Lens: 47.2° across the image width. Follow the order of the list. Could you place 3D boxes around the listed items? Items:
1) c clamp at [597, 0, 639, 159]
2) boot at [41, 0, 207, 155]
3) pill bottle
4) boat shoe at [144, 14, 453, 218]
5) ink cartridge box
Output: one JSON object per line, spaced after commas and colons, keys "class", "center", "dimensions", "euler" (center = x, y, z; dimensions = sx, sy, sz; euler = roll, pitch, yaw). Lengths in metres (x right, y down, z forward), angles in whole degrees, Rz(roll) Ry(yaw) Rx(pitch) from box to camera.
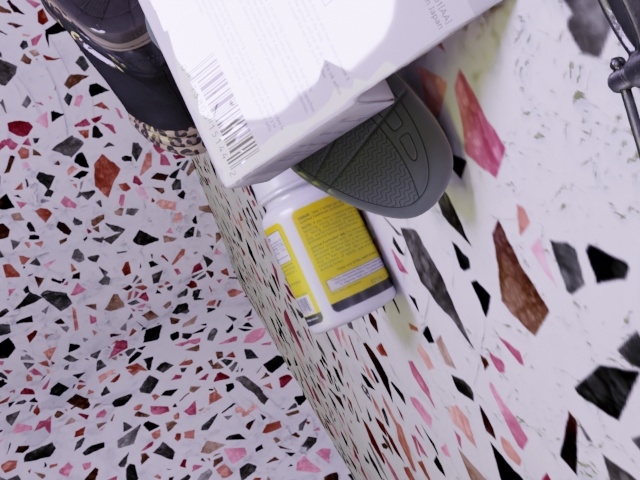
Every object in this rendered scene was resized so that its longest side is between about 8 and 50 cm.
{"class": "c clamp", "center": [0.151, -0.102, 0.286], "dimensions": [0.161, 0.022, 0.137], "euler": [122, 128, -78]}
{"class": "boot", "center": [-0.283, -0.299, 1.000], "dimensions": [0.377, 0.138, 0.284], "euler": [44, 169, 29]}
{"class": "pill bottle", "center": [0.000, 0.000, 0.913], "dimensions": [0.209, 0.119, 0.119], "euler": [65, 169, 2]}
{"class": "boat shoe", "center": [-0.013, -0.138, 0.642], "dimensions": [0.320, 0.118, 0.103], "euler": [36, -158, 17]}
{"class": "ink cartridge box", "center": [-0.028, -0.225, 0.525], "dimensions": [0.261, 0.066, 0.296], "euler": [-28, 84, 34]}
